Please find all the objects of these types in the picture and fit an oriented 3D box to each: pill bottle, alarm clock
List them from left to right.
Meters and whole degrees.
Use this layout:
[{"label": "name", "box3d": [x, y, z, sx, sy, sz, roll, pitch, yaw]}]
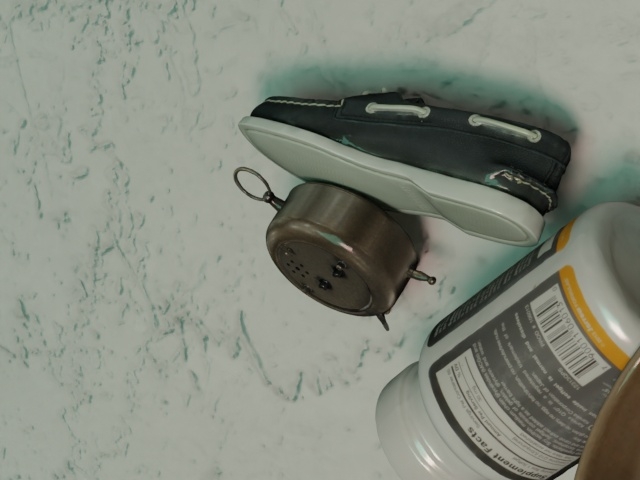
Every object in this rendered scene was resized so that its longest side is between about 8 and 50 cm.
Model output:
[{"label": "alarm clock", "box3d": [0.000, 0.000, 1.623, 0.192, 0.064, 0.129, 39, 153, -5]}, {"label": "pill bottle", "box3d": [0.181, 0.102, 1.523, 0.278, 0.162, 0.162, -41, 84, 38]}]

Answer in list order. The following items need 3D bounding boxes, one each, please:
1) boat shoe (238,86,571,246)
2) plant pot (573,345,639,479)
[{"label": "boat shoe", "box3d": [0.070, -0.077, 1.575, 0.302, 0.114, 0.091, 20, 74, 28]}, {"label": "plant pot", "box3d": [0.335, 0.184, 1.297, 0.229, 0.263, 0.263, 26, 127, -16]}]
